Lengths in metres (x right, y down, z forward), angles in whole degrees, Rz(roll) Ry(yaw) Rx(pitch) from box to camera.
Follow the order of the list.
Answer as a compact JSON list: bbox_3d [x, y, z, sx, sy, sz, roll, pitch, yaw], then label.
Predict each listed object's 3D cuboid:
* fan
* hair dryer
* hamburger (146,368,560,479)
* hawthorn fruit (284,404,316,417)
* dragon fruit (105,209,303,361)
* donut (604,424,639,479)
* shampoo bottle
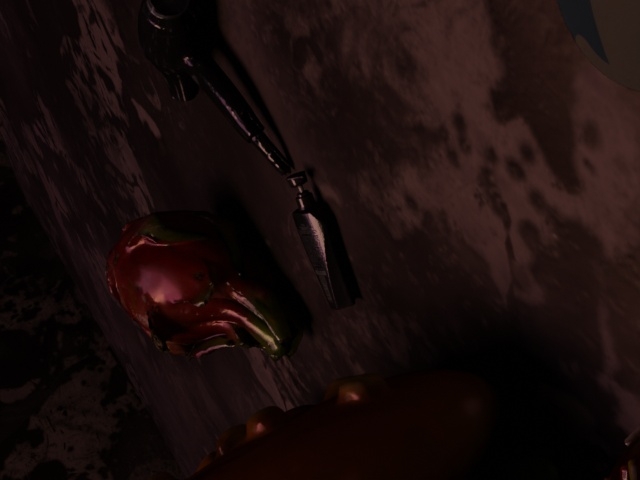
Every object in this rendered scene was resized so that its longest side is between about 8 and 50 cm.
[{"bbox_3d":[0.160,-0.095,0.447,0.175,0.005,0.113,62,160,6],"label":"fan"},{"bbox_3d":[-0.101,-0.141,0.972,0.219,0.075,0.195,51,167,13],"label":"hair dryer"},{"bbox_3d":[0.016,0.254,0.725,0.277,0.396,0.396,61,160,8],"label":"hamburger"},{"bbox_3d":[-0.040,0.273,1.144,0.149,0.189,0.149,-10,-90,-85],"label":"hawthorn fruit"},{"bbox_3d":[-0.144,0.069,1.160,0.269,0.198,0.200,44,144,11],"label":"dragon fruit"},{"bbox_3d":[0.234,0.182,0.478,0.235,0.089,0.235,48,153,34],"label":"donut"},{"bbox_3d":[0.000,0.000,0.919,0.048,0.027,0.137,-1,114,54],"label":"shampoo bottle"}]
